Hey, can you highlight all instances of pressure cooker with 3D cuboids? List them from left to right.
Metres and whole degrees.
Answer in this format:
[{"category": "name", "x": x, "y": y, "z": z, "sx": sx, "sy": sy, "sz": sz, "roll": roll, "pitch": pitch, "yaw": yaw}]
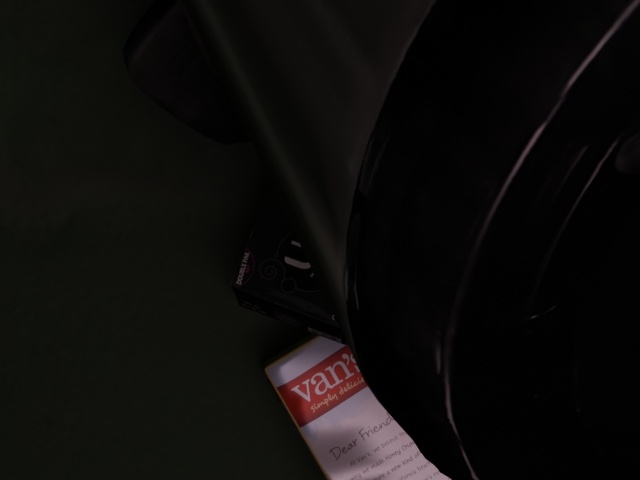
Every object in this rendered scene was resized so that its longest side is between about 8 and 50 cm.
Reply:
[{"category": "pressure cooker", "x": 0.114, "y": -0.143, "z": 0.535, "sx": 0.370, "sy": 0.420, "sz": 0.375, "roll": -10, "pitch": 137, "yaw": -17}]

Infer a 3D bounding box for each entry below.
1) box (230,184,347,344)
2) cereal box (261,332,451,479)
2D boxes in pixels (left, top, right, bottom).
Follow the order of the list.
[{"category": "box", "x": 0.000, "y": 0.000, "z": 0.695, "sx": 0.062, "sy": 0.052, "sz": 0.083, "roll": 20, "pitch": 78, "yaw": 6}, {"category": "cereal box", "x": 0.101, "y": 0.125, "z": 0.736, "sx": 0.173, "sy": 0.047, "sz": 0.240, "roll": -29, "pitch": 89, "yaw": -6}]
